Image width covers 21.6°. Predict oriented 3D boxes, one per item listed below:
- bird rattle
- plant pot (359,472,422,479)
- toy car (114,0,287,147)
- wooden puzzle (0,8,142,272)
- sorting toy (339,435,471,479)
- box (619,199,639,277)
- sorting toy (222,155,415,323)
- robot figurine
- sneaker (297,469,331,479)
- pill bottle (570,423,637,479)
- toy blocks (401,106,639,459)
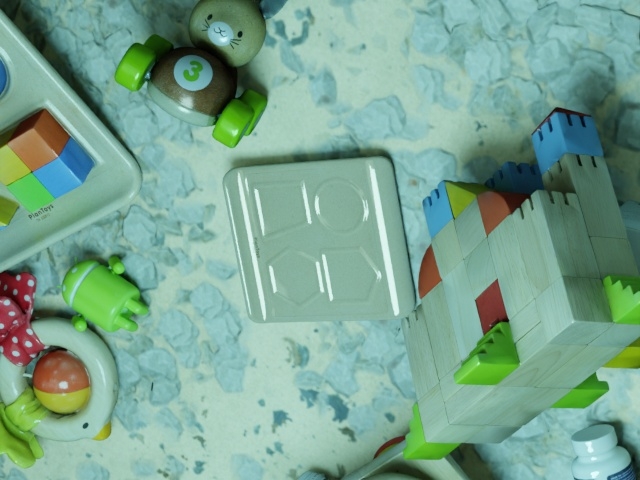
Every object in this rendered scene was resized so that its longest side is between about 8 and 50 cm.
[{"bbox_3d":[-0.355,0.167,2.151,0.206,0.143,0.254,5,97,13],"label":"bird rattle"},{"bbox_3d":[0.039,0.412,1.803,0.229,0.263,0.263,-36,89,37],"label":"plant pot"},{"bbox_3d":[-0.111,-0.226,1.864,0.155,0.149,0.188,30,107,1],"label":"toy car"},{"bbox_3d":[-0.437,-0.121,2.041,0.322,0.080,0.348,-25,113,31],"label":"wooden puzzle"},{"bbox_3d":[0.096,0.358,1.939,0.255,0.089,0.257,-34,108,18],"label":"sorting toy"},{"bbox_3d":[0.345,0.025,1.739,0.102,0.087,0.101,15,113,22],"label":"box"},{"bbox_3d":[0.000,0.000,1.940,0.208,0.038,0.193,-4,105,23],"label":"sorting toy"},{"bbox_3d":[-0.272,0.069,2.078,0.115,0.067,0.101,33,91,14],"label":"robot figurine"},{"bbox_3d":[-0.019,0.410,2.052,0.091,0.094,0.258,26,116,22],"label":"sneaker"},{"bbox_3d":[0.316,0.268,1.850,0.067,0.067,0.120,-12,102,29],"label":"pill bottle"},{"bbox_3d":[0.193,0.035,1.736,0.381,0.190,0.261,-49,45,49],"label":"toy blocks"}]
